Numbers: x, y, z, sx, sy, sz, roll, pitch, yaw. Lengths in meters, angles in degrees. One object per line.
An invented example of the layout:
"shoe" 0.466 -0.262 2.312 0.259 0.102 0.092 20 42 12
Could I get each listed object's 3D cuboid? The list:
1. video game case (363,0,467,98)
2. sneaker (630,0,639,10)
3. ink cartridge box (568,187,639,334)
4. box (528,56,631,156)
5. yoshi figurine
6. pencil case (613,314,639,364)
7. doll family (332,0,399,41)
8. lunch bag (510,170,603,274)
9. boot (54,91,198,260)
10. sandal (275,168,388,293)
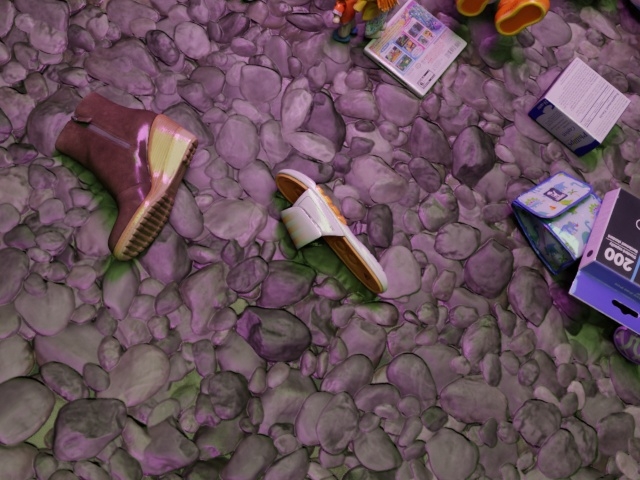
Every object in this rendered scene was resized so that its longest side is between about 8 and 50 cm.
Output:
"video game case" 0.182 -0.369 1.244 0.143 0.019 0.157 39 72 2
"sneaker" 0.664 -0.572 1.378 0.085 0.086 0.237 -13 63 12
"ink cartridge box" 0.545 0.047 1.092 0.206 0.045 0.208 29 72 -4
"box" 0.494 -0.254 1.245 0.137 0.072 0.126 40 70 3
"yoshi figurine" 0.369 -0.580 1.216 0.202 0.203 0.362 2 62 22
"pencil case" 0.609 0.135 1.146 0.206 0.086 0.088 -33 122 -20
"doll family" 0.116 -0.478 1.173 0.118 0.163 0.263 23 70 11
"lunch bag" 0.433 -0.040 1.163 0.128 0.096 0.151 -29 73 -20
"boot" -0.334 -0.106 1.046 0.206 0.090 0.249 21 72 8
"sandal" 0.003 -0.002 1.059 0.076 0.102 0.265 -40 87 -21
